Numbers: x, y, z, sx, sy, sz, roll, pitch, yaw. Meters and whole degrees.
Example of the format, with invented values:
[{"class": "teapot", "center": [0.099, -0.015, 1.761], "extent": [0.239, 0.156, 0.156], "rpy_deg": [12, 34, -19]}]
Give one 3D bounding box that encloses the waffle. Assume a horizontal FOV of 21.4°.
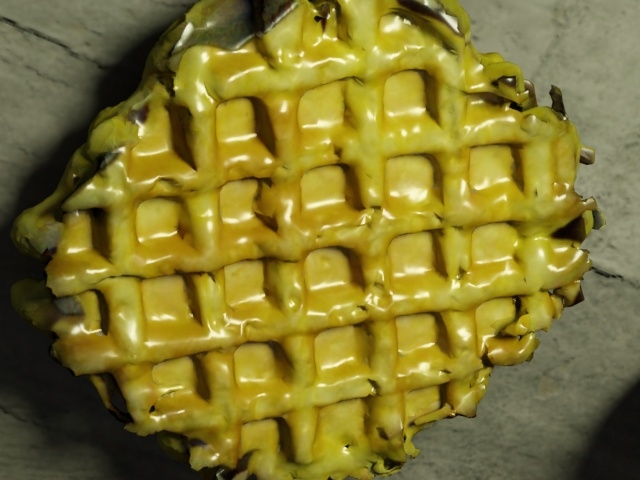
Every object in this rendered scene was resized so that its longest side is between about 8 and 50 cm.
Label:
[{"class": "waffle", "center": [0.000, 0.000, 1.186], "extent": [0.382, 0.095, 0.380], "rpy_deg": [-45, 115, 9]}]
